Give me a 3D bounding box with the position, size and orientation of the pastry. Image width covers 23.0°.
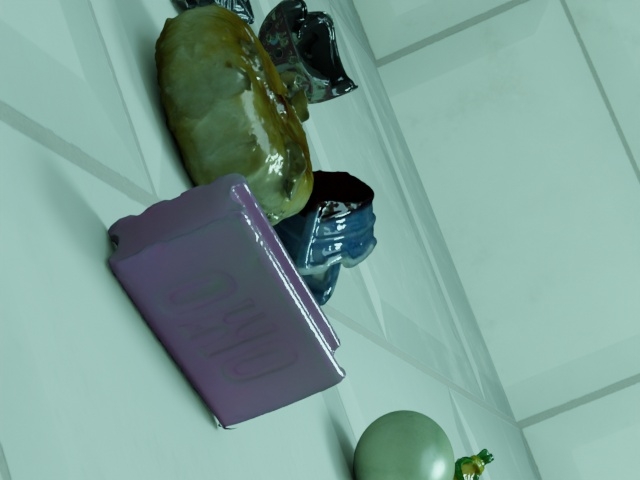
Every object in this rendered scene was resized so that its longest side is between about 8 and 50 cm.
[{"bbox_3d":[-0.084,-0.133,1.655,0.236,0.120,0.257,40,30,-70],"label":"pastry"}]

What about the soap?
[{"bbox_3d":[-0.074,0.052,1.273,0.065,0.122,0.203,-99,162,-52],"label":"soap"}]

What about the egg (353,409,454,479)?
[{"bbox_3d":[0.093,0.251,1.756,0.152,0.114,0.114,-83,148,-70],"label":"egg"}]

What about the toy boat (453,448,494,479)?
[{"bbox_3d":[0.219,0.368,2.267,0.229,0.088,0.089,-85,151,-72],"label":"toy boat"}]

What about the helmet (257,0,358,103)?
[{"bbox_3d":[-0.037,-0.266,2.306,0.177,0.107,0.153,15,53,-54],"label":"helmet"}]

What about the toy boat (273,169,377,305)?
[{"bbox_3d":[0.000,0.000,1.849,0.309,0.129,0.143,-51,154,-78],"label":"toy boat"}]

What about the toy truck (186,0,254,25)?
[{"bbox_3d":[-0.137,-0.334,1.925,0.083,0.092,0.192,54,15,-50],"label":"toy truck"}]
